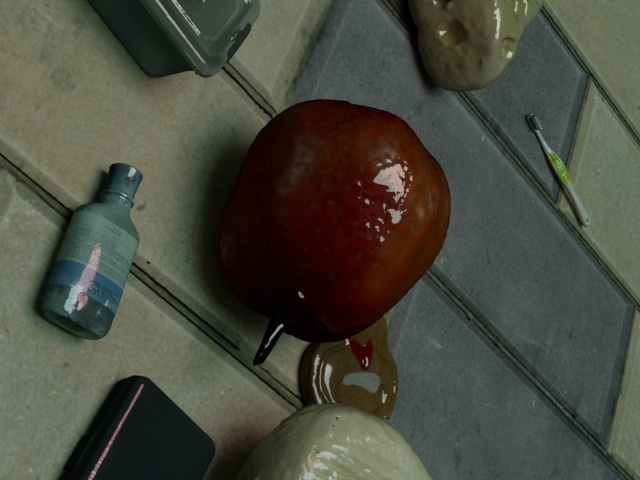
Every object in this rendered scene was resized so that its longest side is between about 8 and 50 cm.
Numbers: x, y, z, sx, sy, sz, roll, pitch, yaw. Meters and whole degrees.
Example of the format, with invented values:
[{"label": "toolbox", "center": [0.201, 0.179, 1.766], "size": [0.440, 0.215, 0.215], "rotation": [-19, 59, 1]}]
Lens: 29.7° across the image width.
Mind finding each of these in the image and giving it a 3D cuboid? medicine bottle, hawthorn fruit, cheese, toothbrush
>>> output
[{"label": "medicine bottle", "center": [-0.256, 0.008, 1.401], "size": [0.090, 0.054, 0.208], "rotation": [37, 55, -37]}, {"label": "hawthorn fruit", "center": [0.000, 0.000, 1.532], "size": [0.285, 0.285, 0.369], "rotation": [46, 65, -33]}, {"label": "cheese", "center": [0.231, -0.387, 1.947], "size": [0.248, 0.174, 0.251], "rotation": [46, 57, -35]}, {"label": "toothbrush", "center": [0.446, -0.129, 2.250], "size": [0.022, 0.026, 0.263], "rotation": [-38, 117, -11]}]

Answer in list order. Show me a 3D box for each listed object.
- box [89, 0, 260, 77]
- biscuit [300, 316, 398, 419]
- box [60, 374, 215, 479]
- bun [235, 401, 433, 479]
[{"label": "box", "center": [-0.190, -0.316, 1.481], "size": [0.227, 0.130, 0.162], "rotation": [54, 47, -29]}, {"label": "biscuit", "center": [0.036, 0.219, 1.704], "size": [0.183, 0.047, 0.319], "rotation": [45, 54, -31]}, {"label": "box", "center": [-0.220, 0.288, 1.391], "size": [0.160, 0.050, 0.230], "rotation": [50, 49, -30]}, {"label": "bun", "center": [0.001, 0.391, 1.503], "size": [0.360, 0.211, 0.359], "rotation": [11, 73, -41]}]
